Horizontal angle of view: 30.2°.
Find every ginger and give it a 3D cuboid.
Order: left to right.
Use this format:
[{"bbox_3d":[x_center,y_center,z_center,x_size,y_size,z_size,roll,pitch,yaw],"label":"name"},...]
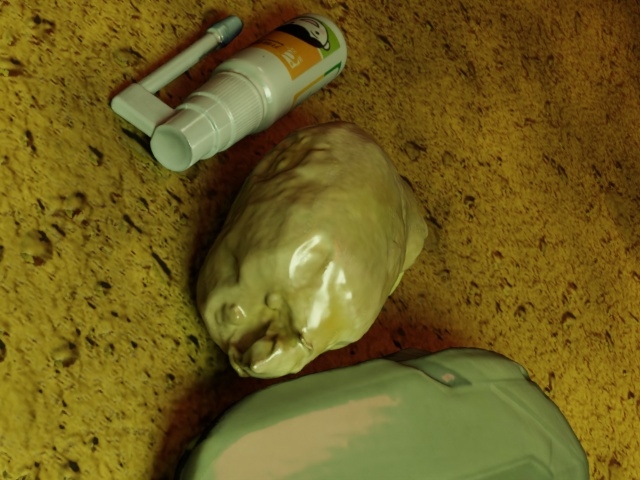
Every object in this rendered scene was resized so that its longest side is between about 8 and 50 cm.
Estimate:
[{"bbox_3d":[0.000,0.000,0.840,0.152,0.138,0.267,64,33,-9],"label":"ginger"}]

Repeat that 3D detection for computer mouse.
[{"bbox_3d":[0.081,0.182,0.824,0.429,0.145,0.228,-4,75,-50],"label":"computer mouse"}]

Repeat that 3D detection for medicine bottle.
[{"bbox_3d":[-0.065,-0.122,0.902,0.092,0.061,0.221,38,39,6],"label":"medicine bottle"}]
